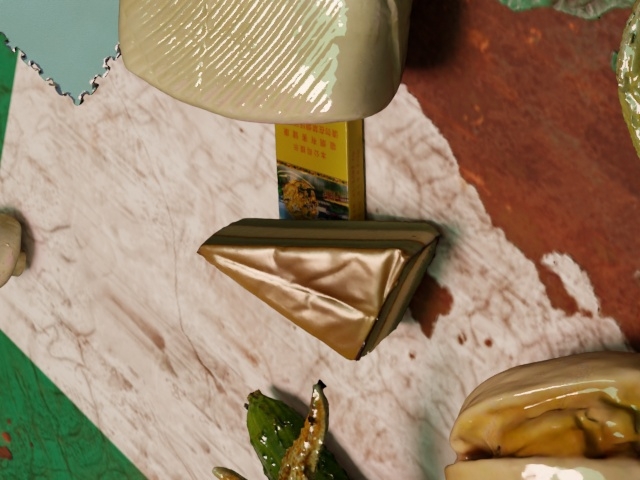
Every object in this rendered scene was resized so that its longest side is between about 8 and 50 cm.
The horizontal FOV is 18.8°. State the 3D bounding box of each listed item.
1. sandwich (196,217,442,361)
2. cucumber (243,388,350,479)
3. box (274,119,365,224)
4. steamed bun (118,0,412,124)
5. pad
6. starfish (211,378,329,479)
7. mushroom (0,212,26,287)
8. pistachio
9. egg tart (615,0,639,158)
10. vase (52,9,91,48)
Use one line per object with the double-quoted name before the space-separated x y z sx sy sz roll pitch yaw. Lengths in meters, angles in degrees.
"sandwich" 0.000 0.000 1.520 0.163 0.079 0.113 35 122 13
"cucumber" -0.001 0.220 1.662 0.227 0.069 0.069 54 138 19
"box" 0.000 -0.038 1.579 0.087 0.023 0.155 17 119 39
"steamed bun" -0.028 -0.182 1.458 0.239 0.152 0.170 14 111 27
"pad" -0.231 -0.289 1.624 0.269 0.012 0.269 44 117 6
"starfish" 0.031 0.296 1.533 0.358 0.078 0.347 56 148 12
"mushroom" -0.327 0.013 1.928 0.083 0.067 0.083 -42 38 44
"pistachio" 0.183 0.159 1.375 0.229 0.157 0.157 -24 88 48
"egg tart" 0.276 -0.099 1.203 0.197 0.078 0.197 20 118 41
"vase" -0.240 -0.276 1.687 0.096 0.096 0.219 -18 96 50
